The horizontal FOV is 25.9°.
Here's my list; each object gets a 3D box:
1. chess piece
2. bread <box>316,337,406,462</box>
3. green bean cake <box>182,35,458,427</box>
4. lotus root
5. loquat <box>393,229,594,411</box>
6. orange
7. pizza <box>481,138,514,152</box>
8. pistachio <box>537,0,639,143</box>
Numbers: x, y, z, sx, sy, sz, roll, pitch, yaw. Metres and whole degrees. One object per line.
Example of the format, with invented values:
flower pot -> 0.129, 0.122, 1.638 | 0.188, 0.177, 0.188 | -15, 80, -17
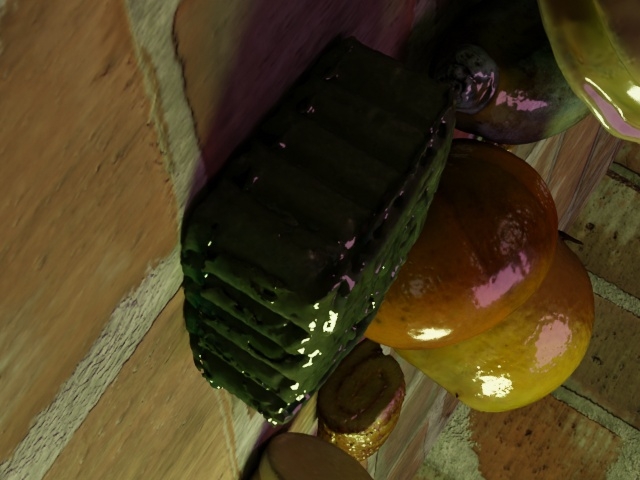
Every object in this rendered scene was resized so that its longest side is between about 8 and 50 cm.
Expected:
chess piece -> -0.067, 0.393, 1.704 | 0.300, 0.167, 0.167 | -57, 168, 21
bread -> 0.052, 0.215, 1.806 | 0.132, 0.103, 0.172 | -51, 167, -20
green bean cake -> 0.000, 0.000, 1.114 | 0.241, 0.132, 0.255 | -55, 166, -33
lotus root -> 0.189, -0.165, 1.389 | 0.322, 0.158, 0.140 | -30, 160, -50
loquat -> 0.206, 0.064, 1.723 | 0.275, 0.275, 0.275 | -54, 166, -21
orange -> 0.113, -0.002, 1.352 | 0.240, 0.240, 0.171 | -47, 121, -43
pizza -> 0.257, -0.180, 1.788 | 0.147, 0.069, 0.226 | -55, 166, -10
pistachio -> 0.339, -0.292, 1.315 | 0.281, 0.365, 0.445 | -16, -135, 46
